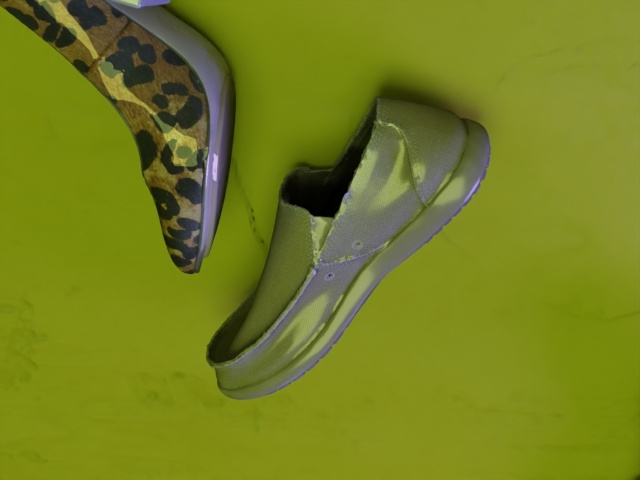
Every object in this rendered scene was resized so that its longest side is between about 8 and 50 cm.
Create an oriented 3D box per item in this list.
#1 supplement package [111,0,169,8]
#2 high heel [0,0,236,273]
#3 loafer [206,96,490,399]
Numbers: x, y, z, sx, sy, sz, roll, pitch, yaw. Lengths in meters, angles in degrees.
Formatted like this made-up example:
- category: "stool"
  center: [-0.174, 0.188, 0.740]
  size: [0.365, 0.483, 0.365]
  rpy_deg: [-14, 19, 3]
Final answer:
- category: "supplement package"
  center: [-0.159, -0.242, 0.677]
  size: [0.203, 0.149, 0.194]
  rpy_deg: [16, 100, -4]
- category: "high heel"
  center: [-0.151, -0.102, 0.837]
  size: [0.186, 0.093, 0.261]
  rpy_deg: [3, 113, 3]
- category: "loafer"
  center: [0.000, 0.000, 0.893]
  size: [0.092, 0.102, 0.268]
  rpy_deg: [37, 110, -16]
